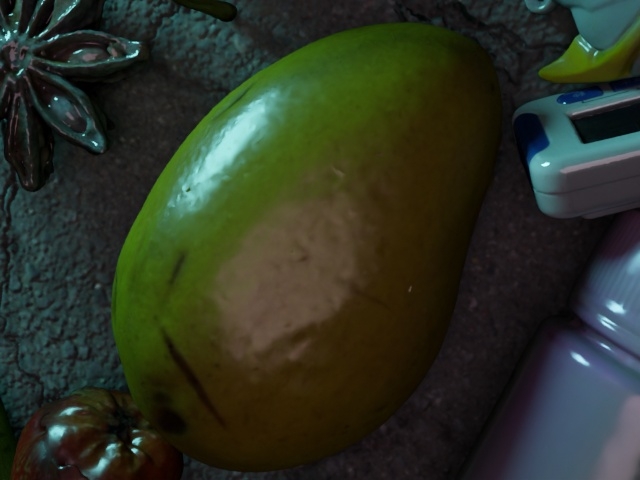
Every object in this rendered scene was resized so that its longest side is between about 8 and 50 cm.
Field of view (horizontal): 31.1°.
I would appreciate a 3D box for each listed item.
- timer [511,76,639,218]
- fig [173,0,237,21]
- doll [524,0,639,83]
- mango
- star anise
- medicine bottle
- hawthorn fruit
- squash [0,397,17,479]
[{"bbox_3d":[0.302,-0.091,1.001,0.253,0.178,0.078,-13,114,8],"label":"timer"},{"bbox_3d":[-0.136,-0.308,1.033,0.142,0.148,0.186,16,98,8],"label":"fig"},{"bbox_3d":[0.321,-0.206,0.984,0.316,0.103,0.145,6,121,31],"label":"doll"},{"bbox_3d":[0.000,0.000,1.026,0.301,0.220,0.445,40,97,1],"label":"mango"},{"bbox_3d":[-0.283,-0.164,1.087,0.223,0.109,0.236,22,83,-6],"label":"star anise"},{"bbox_3d":[0.261,0.179,1.024,0.219,0.219,0.388,26,100,2],"label":"medicine bottle"},{"bbox_3d":[-0.221,0.230,1.115,0.173,0.179,0.173,6,62,-12],"label":"hawthorn fruit"},{"bbox_3d":[-0.325,0.298,1.163,0.101,0.101,0.378,-15,98,8],"label":"squash"}]
